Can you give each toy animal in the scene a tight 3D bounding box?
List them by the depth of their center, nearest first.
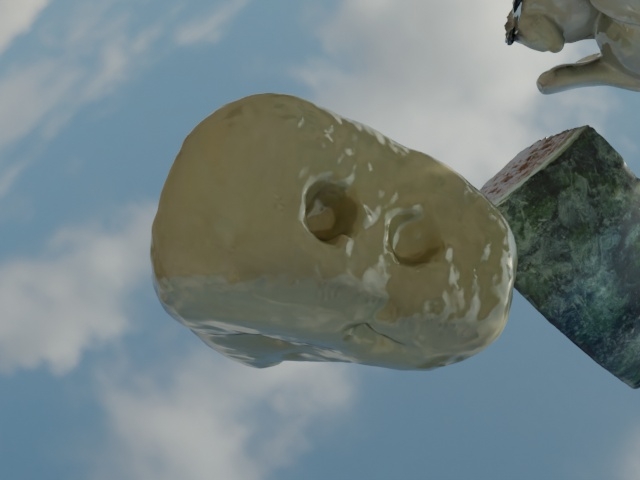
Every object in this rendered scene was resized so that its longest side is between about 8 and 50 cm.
[{"bbox_3d":[0.338,-0.273,1.779,0.289,0.249,0.174,-1,-121,21],"label":"toy animal"}]

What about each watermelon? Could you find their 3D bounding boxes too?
[{"bbox_3d":[0.256,0.004,1.453,0.148,0.318,0.226,-45,-135,7],"label":"watermelon"}]

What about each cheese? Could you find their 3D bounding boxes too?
[{"bbox_3d":[0.000,-0.002,1.103,0.251,0.248,0.174,7,-106,29],"label":"cheese"}]
